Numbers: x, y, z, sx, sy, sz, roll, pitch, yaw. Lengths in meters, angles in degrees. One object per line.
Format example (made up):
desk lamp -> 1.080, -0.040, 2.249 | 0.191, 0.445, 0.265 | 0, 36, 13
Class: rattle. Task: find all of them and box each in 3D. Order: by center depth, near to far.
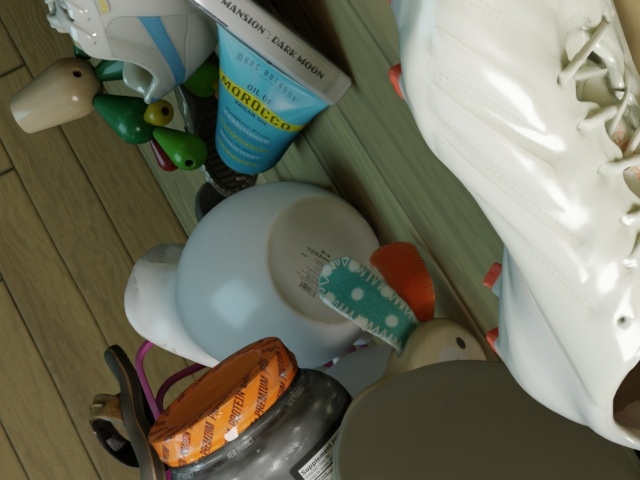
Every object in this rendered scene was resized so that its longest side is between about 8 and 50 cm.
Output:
rattle -> 0.076, 0.083, 0.643 | 0.143, 0.130, 0.200 | 141, 130, -68

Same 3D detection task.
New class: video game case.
video game case -> -0.080, -0.156, 0.700 | 0.173, 0.022, 0.190 | 33, -171, -33

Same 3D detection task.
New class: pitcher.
pitcher -> -0.024, 0.046, 0.878 | 0.177, 0.125, 0.207 | 31, 155, -18

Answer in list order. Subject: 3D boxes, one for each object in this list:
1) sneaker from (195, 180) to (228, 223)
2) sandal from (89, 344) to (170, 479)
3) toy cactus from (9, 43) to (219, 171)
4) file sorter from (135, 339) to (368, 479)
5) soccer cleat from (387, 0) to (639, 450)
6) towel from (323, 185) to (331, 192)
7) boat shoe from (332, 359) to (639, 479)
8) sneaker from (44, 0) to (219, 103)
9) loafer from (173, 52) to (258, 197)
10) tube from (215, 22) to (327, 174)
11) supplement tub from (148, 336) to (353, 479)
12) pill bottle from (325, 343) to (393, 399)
sneaker -> -0.060, 0.051, 1.325 | 0.227, 0.087, 0.130 | 63, 174, 15
sandal -> -0.173, 0.173, 1.142 | 0.219, 0.060, 0.090 | -117, 7, -50
toy cactus -> -0.164, -0.143, 1.031 | 0.219, 0.180, 0.112 | 66, -167, 4
file sorter -> -0.027, 0.199, 1.174 | 0.182, 0.202, 0.291 | -121, 10, -46
soccer cleat -> 0.073, -0.014, 0.351 | 0.076, 0.068, 0.196 | 34, 156, 41
towel -> 0.000, 0.000, 1.006 | 0.102, 0.021, 0.237 | 57, 172, -9
boat shoe -> 0.111, 0.179, 0.491 | 0.340, 0.127, 0.158 | -135, 26, -62
sneaker -> -0.147, -0.176, 0.840 | 0.087, 0.092, 0.228 | 37, 176, 44
loafer -> -0.093, -0.107, 1.108 | 0.050, 0.056, 0.148 | 144, 108, -83
tube -> -0.039, -0.089, 0.842 | 0.080, 0.052, 0.207 | 31, 169, -1
supplement tub -> -0.004, 0.155, 0.715 | 0.190, 0.117, 0.117 | 53, 174, -10
pill bottle -> 0.060, 0.161, 0.842 | 0.108, 0.108, 0.193 | 52, 167, 50
